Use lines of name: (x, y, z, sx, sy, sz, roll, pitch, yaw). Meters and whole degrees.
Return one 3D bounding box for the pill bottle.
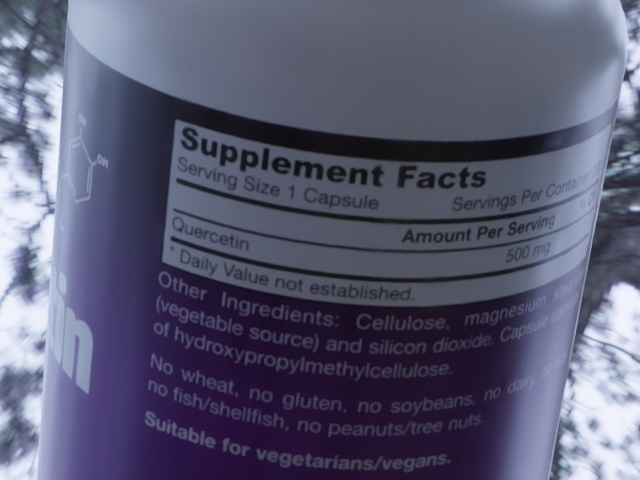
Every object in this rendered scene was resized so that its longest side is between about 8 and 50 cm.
pill bottle: (0.000, 0.000, 0.655, 0.181, 0.181, 0.323, 6, -67, -3)
